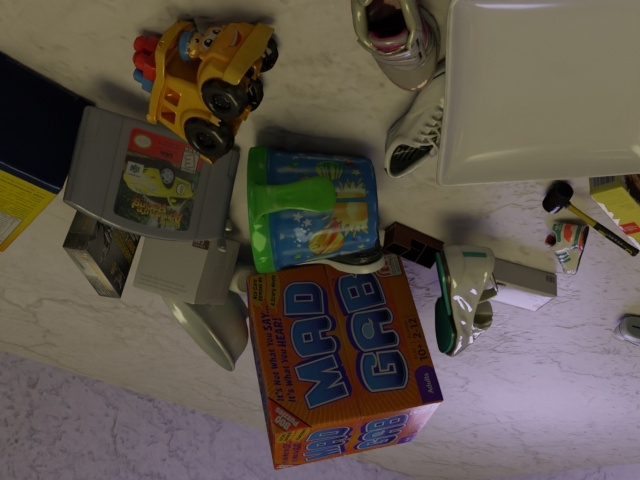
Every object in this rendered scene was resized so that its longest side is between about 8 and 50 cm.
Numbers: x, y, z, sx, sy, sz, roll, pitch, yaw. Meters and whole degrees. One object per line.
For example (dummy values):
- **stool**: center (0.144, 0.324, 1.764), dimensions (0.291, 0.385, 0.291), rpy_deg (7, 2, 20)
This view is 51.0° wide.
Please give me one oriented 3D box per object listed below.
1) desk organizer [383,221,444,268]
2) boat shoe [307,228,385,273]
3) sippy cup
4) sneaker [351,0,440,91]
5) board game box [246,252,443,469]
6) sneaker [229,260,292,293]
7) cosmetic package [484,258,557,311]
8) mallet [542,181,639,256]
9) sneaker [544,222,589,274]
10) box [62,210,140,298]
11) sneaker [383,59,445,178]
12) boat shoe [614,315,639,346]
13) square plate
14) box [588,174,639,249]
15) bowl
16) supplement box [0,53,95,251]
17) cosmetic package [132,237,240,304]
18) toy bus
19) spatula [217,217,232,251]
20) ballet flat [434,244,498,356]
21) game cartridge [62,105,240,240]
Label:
- **desk organizer**: center (0.200, 0.012, 1.445), dimensions (0.130, 0.050, 0.047), rpy_deg (22, 148, -21)
- **boat shoe**: center (0.000, 0.000, 1.445), dimensions (0.302, 0.114, 0.091), rpy_deg (4, 115, 28)
- **sippy cup**: center (-0.010, -0.061, 1.226), dimensions (0.223, 0.306, 0.240), rpy_deg (-4, 121, 1)
- **sneaker**: center (0.095, -0.281, 0.904), dimensions (0.102, 0.111, 0.252), rpy_deg (-5, 148, 24)
- **board game box**: center (0.034, 0.287, 1.565), dimensions (0.355, 0.357, 0.356), rpy_deg (-9, 151, -9)
- **sneaker**: center (-0.156, 0.093, 1.676), dimensions (0.151, 0.094, 0.255), rpy_deg (18, 180, 45)
- **cosmetic package**: center (0.403, 0.094, 1.518), dimensions (0.238, 0.061, 0.099), rpy_deg (15, 151, -8)
- **mallet**: center (0.490, -0.030, 1.226), dimensions (0.189, 0.039, 0.062), rpy_deg (41, 155, 4)
- **sneaker**: center (0.497, 0.013, 1.369), dimensions (0.075, 0.057, 0.161), rpy_deg (17, 156, 21)
- **box**: center (-0.473, -0.004, 1.482), dimensions (0.056, 0.183, 0.231), rpy_deg (6, 149, 7)
- **sneaker**: center (0.181, -0.184, 1.067), dimensions (0.094, 0.091, 0.258), rpy_deg (17, 148, -13)
- **boat shoe**: center (0.835, 0.237, 1.640), dimensions (0.226, 0.083, 0.076), rpy_deg (21, 162, 3)
- **square plate**: center (0.343, -0.215, 0.948), dimensions (0.346, 0.049, 0.344), rpy_deg (-4, 141, 4)
- **box**: center (0.548, -0.062, 1.180), dimensions (0.058, 0.088, 0.232), rpy_deg (-18, 141, 40)
- **bowl**: center (-0.280, 0.187, 1.749), dimensions (0.298, 0.134, 0.298), rpy_deg (41, 158, 21)
- **supplement box**: center (-0.602, -0.150, 1.253), dimensions (0.194, 0.195, 0.356), rpy_deg (29, 145, -30)
- **cosmetic package**: center (-0.287, 0.050, 1.470), dimensions (0.151, 0.152, 0.183), rpy_deg (14, 178, 14)
- **toy bus**: center (-0.192, -0.258, 1.024), dimensions (0.211, 0.150, 0.220), rpy_deg (30, 145, -4)
- **spatula**: center (-0.262, -0.035, 1.377), dimensions (0.168, 0.242, 0.019), rpy_deg (22, 104, -14)
- **ballet flat**: center (0.318, 0.140, 1.454), dimensions (0.139, 0.139, 0.400), rpy_deg (3, 146, 11)
- **game cartridge**: center (-0.293, -0.103, 1.197), dimensions (0.294, 0.196, 0.060), rpy_deg (13, 178, -32)
